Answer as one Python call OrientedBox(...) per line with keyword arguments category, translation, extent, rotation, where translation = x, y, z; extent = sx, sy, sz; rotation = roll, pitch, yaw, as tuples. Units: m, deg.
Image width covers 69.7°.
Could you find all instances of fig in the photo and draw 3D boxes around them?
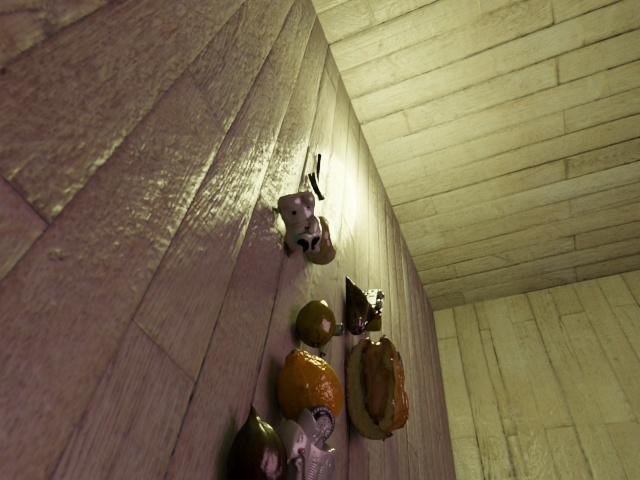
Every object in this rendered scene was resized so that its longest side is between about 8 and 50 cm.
OrientedBox(category="fig", translation=(-0.109, 0.362, 0.787), extent=(0.109, 0.103, 0.154), rotation=(108, -24, -45))

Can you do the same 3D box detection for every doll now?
OrientedBox(category="doll", translation=(-0.055, -0.051, 1.263), extent=(0.107, 0.111, 0.180), rotation=(148, -71, -68))

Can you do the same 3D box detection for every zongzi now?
OrientedBox(category="zongzi", translation=(0.110, 0.227, 1.598), extent=(0.184, 0.084, 0.187), rotation=(59, 23, -2))

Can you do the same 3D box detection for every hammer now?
OrientedBox(category="hammer", translation=(-0.010, -0.257, 1.698), extent=(0.246, 0.029, 0.103), rotation=(-87, 155, -48))

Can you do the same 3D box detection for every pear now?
OrientedBox(category="pear", translation=(-0.012, 0.217, 1.186), extent=(0.107, 0.107, 0.131), rotation=(57, 34, -43))

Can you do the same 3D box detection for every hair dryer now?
OrientedBox(category="hair dryer", translation=(0.024, 0.289, 1.312), extent=(0.037, 0.063, 0.124), rotation=(65, 33, -34))

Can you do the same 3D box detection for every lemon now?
OrientedBox(category="lemon", translation=(-0.025, 0.324, 0.993), extent=(0.187, 0.142, 0.142), rotation=(70, 17, 6))

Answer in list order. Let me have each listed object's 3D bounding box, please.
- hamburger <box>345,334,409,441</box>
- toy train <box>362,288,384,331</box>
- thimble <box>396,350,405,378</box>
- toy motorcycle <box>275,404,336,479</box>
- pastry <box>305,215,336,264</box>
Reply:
OrientedBox(category="hamburger", translation=(0.187, 0.493, 1.457), extent=(0.329, 0.162, 0.209), rotation=(-90, 159, -45))
OrientedBox(category="toy train", translation=(0.206, 0.273, 1.820), extent=(0.219, 0.089, 0.127), rotation=(-64, 147, -64))
OrientedBox(category="thimble", translation=(0.281, 0.513, 1.833), extent=(0.118, 0.090, 0.135), rotation=(-19, 94, -72))
OrientedBox(category="toy motorcycle", translation=(-0.046, 0.449, 0.871), extent=(0.171, 0.110, 0.260), rotation=(7, 85, -32))
OrientedBox(category="pastry", translation=(0.000, 0.000, 1.417), extent=(0.156, 0.092, 0.156), rotation=(-8, 90, -76))
